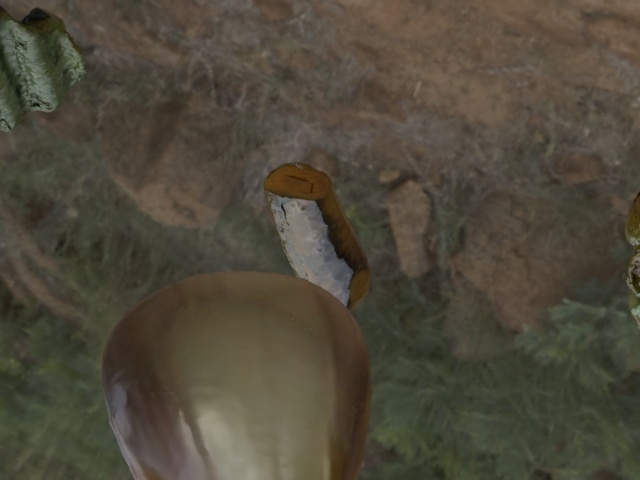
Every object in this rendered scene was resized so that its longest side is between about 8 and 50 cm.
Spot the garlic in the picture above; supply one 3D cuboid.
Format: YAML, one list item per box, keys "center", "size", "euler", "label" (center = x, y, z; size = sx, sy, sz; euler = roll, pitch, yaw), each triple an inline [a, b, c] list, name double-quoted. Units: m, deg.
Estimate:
- center: [-0.036, 0.065, 0.506]
  size: [0.128, 0.115, 0.206]
  euler: [46, -179, -11]
  label: "garlic"

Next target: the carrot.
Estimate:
- center: [0.000, 0.000, 1.072]
  size: [0.082, 0.082, 0.173]
  euler: [8, 134, 33]
  label: "carrot"

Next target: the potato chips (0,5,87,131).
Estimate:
- center: [-0.389, -0.101, 1.014]
  size: [0.070, 0.358, 0.429]
  euler: [47, 172, -4]
  label: "potato chips"

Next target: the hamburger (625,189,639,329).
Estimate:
- center: [0.348, 0.022, 0.834]
  size: [0.189, 0.215, 0.122]
  euler: [12, 120, 26]
  label: "hamburger"
